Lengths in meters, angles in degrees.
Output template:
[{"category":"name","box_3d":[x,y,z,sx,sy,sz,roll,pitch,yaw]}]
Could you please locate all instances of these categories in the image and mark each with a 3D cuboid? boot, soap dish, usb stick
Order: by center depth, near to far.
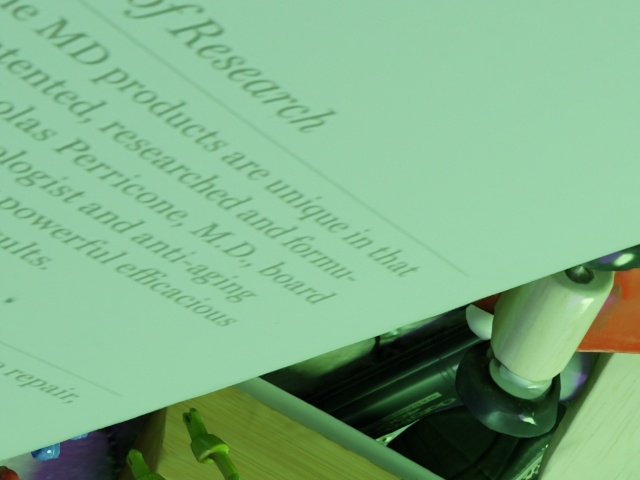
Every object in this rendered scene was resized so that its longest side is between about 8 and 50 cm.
[{"category":"soap dish","box_3d":[-0.021,0.236,1.399,0.290,0.118,0.229,29,138,-1]},{"category":"usb stick","box_3d":[0.056,0.118,1.443,0.278,0.045,0.077,-28,154,19]},{"category":"boot","box_3d":[0.144,0.189,1.526,0.236,0.085,0.179,-30,152,-9]}]

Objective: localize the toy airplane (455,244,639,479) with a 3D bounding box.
[{"category":"toy airplane","box_3d":[0.234,-0.023,1.077,0.386,0.272,0.384,-28,134,9]}]

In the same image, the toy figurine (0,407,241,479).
[{"category":"toy figurine","box_3d":[-0.232,0.127,1.138,0.217,0.191,0.362,5,155,-34]}]

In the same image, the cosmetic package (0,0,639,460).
[{"category":"cosmetic package","box_3d":[-0.082,-0.159,0.616,0.393,0.329,0.327,-21,149,26]}]
